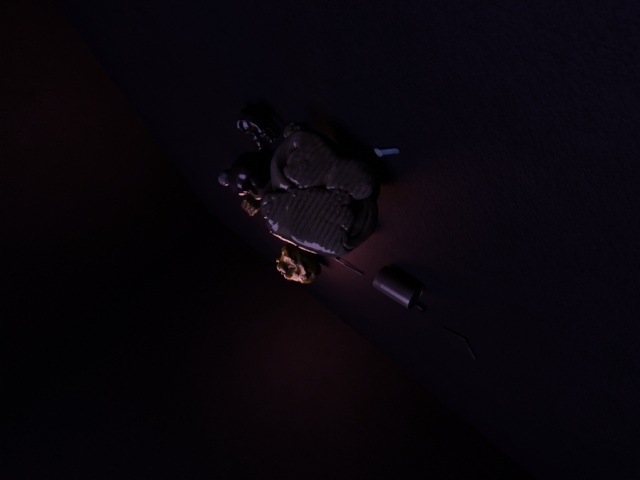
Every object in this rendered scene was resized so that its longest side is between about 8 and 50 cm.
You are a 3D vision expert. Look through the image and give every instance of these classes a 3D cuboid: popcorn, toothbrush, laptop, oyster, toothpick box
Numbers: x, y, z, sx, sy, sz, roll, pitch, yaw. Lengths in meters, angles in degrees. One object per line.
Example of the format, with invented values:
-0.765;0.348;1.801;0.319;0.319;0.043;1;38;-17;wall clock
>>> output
-0.134;0.144;2.606;0.252;0.215;0.286;-37;96;36;popcorn
0.145;0.134;2.220;0.194;0.017;0.014;31;161;36;toothbrush
0.627;0.463;1.905;0.129;0.016;0.180;25;158;49;laptop
-0.082;-0.336;1.421;0.177;0.064;0.124;36;153;63;oyster
0.320;0.192;1.752;0.181;0.111;0.111;32;162;31;toothpick box

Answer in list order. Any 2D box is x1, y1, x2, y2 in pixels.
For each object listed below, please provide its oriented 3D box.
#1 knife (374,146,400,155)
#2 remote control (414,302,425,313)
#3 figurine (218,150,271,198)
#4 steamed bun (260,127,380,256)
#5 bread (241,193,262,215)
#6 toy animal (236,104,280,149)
0.178;-0.237;1.115;0.027;0.010;0.096;51;161;-26;knife
0.379;0.258;1.950;0.245;0.025;0.063;34;164;29;remote control
-0.235;-0.226;1.830;0.365;0.218;0.206;46;156;-16;figurine
0.016;-0.127;1.299;0.368;0.342;0.255;34;-172;11;steamed bun
-0.357;-0.216;2.315;0.102;0.138;0.196;49;166;-7;bread
-0.234;-0.403;1.507;0.245;0.114;0.146;22;156;52;toy animal
